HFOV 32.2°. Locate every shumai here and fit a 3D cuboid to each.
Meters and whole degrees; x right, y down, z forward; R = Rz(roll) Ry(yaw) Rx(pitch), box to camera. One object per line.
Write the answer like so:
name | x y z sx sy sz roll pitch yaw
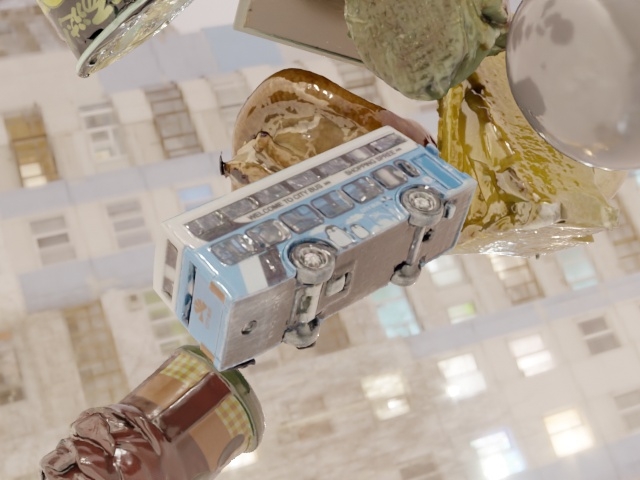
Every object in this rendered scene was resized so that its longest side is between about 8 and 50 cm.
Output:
shumai | 0.127 -0.257 1.239 0.184 0.142 0.184 6 -79 33

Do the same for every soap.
soap | 0.233 -0.160 1.279 0.304 0.169 0.339 152 -61 -73

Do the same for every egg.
egg | 0.219 -0.127 0.831 0.198 0.146 0.146 41 12 -48

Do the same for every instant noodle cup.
instant noodle cup | -0.263 -0.339 1.266 0.236 0.215 0.215 52 -21 -5

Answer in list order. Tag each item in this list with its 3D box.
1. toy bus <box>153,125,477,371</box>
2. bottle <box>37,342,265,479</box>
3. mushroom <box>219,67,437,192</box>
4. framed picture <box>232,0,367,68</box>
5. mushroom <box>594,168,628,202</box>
toy bus | 0.000 0.000 1.010 0.131 0.297 0.106 41 -41 27
bottle | -0.189 0.227 1.097 0.143 0.271 0.156 21 -45 36
mushroom | 0.002 -0.076 1.631 0.260 0.345 0.345 -86 176 -60
framed picture | 0.029 -0.321 1.598 0.232 0.296 0.019 127 -22 -70
mushroom | 0.358 -0.136 1.679 0.184 0.255 0.255 35 17 -47
